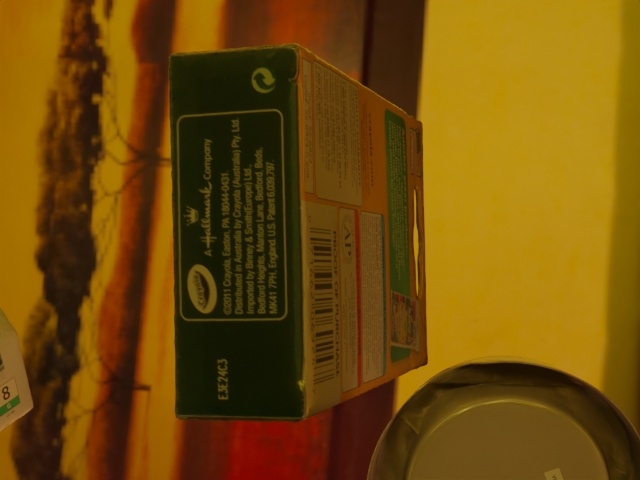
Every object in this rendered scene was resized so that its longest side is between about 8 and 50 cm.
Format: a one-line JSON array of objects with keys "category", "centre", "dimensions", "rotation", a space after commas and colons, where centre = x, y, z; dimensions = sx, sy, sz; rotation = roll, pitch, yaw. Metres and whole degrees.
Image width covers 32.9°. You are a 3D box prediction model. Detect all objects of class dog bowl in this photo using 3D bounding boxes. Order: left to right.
[{"category": "dog bowl", "centre": [0.233, 0.305, 1.368], "dimensions": [0.102, 0.348, 0.349], "rotation": [-68, -20, -78]}]

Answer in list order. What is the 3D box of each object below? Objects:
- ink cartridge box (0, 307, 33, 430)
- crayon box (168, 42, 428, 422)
[{"category": "ink cartridge box", "centre": [-0.355, 0.094, 0.967], "dimensions": [0.181, 0.056, 0.225], "rotation": [-37, -51, -52]}, {"category": "crayon box", "centre": [0.000, 0.000, 0.733], "dimensions": [0.323, 0.083, 0.203], "rotation": [5, -96, -72]}]
